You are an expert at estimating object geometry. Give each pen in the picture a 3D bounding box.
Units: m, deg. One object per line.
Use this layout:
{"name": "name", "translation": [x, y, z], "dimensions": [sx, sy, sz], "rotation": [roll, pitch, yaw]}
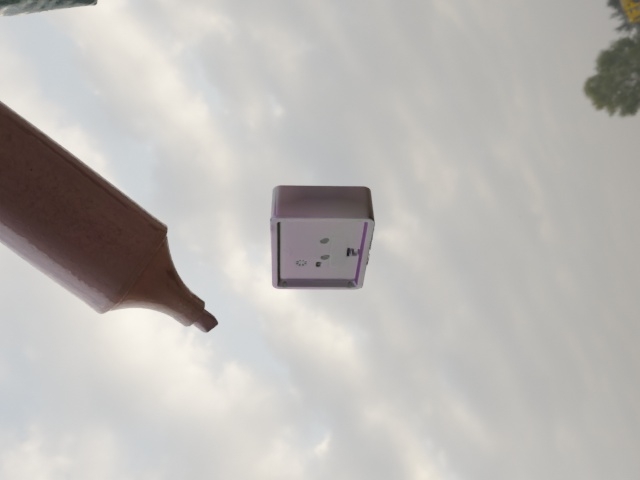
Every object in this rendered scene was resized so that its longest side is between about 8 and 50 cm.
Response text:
{"name": "pen", "translation": [-0.122, -0.016, 0.318], "dimensions": [0.197, 0.032, 0.053], "rotation": [42, -118, -22]}

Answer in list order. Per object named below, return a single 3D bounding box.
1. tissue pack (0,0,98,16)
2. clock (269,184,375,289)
{"name": "tissue pack", "translation": [-0.269, -0.314, 0.497], "dimensions": [0.228, 0.315, 0.103], "rotation": [-22, -127, -38]}
{"name": "clock", "translation": [0.000, 0.000, 1.061], "dimensions": [0.197, 0.150, 0.063], "rotation": [94, 175, -55]}
